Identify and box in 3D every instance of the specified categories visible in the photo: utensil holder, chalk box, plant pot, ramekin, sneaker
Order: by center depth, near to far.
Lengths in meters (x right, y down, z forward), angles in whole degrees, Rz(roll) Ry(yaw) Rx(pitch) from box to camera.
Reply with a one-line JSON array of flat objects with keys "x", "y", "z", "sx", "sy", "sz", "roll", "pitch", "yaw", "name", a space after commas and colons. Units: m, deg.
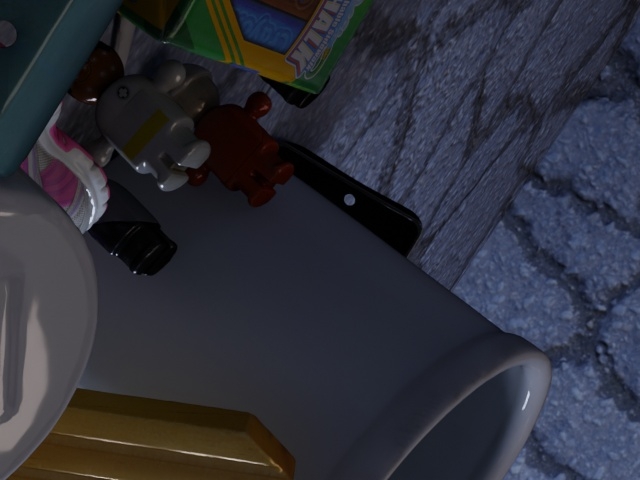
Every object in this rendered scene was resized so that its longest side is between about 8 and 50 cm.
[{"x": -0.190, "y": -0.131, "z": 0.904, "sx": 0.165, "sy": 0.165, "sz": 0.234, "roll": -57, "pitch": -168, "yaw": 6, "name": "plant pot"}, {"x": -0.270, "y": 0.051, "z": 1.072, "sx": 0.277, "sy": 0.135, "sz": 0.277, "roll": -28, "pitch": 136, "yaw": -32, "name": "ramekin"}, {"x": -0.055, "y": -0.226, "z": 1.200, "sx": 0.179, "sy": 0.180, "sz": 0.289, "roll": -59, "pitch": 155, "yaw": 9, "name": "chalk box"}, {"x": -0.236, "y": -0.052, "z": 1.258, "sx": 0.111, "sy": 0.103, "sz": 0.252, "roll": -49, "pitch": 157, "yaw": -13, "name": "sneaker"}, {"x": -0.042, "y": 0.119, "z": 1.571, "sx": 0.327, "sy": 0.385, "sz": 0.327, "roll": -40, "pitch": 154, "yaw": -24, "name": "utensil holder"}, {"x": 0.000, "y": 0.000, "z": 1.972, "sx": 0.187, "sy": 0.188, "sz": 0.167, "roll": -60, "pitch": 178, "yaw": 14, "name": "plant pot"}]

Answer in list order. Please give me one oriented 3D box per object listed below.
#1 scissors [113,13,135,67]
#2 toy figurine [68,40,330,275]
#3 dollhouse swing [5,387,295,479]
[{"x": -0.133, "y": -0.222, "z": 1.350, "sx": 0.109, "sy": 0.021, "sz": 0.297, "roll": -49, "pitch": 163, "yaw": -25, "name": "scissors"}, {"x": -0.119, "y": -0.100, "z": 1.401, "sx": 0.209, "sy": 0.148, "sz": 0.213, "roll": -35, "pitch": 162, "yaw": -30, "name": "toy figurine"}, {"x": -0.221, "y": 0.288, "z": 1.296, "sx": 0.315, "sy": 0.305, "sz": 0.347, "roll": -53, "pitch": 156, "yaw": -53, "name": "dollhouse swing"}]
